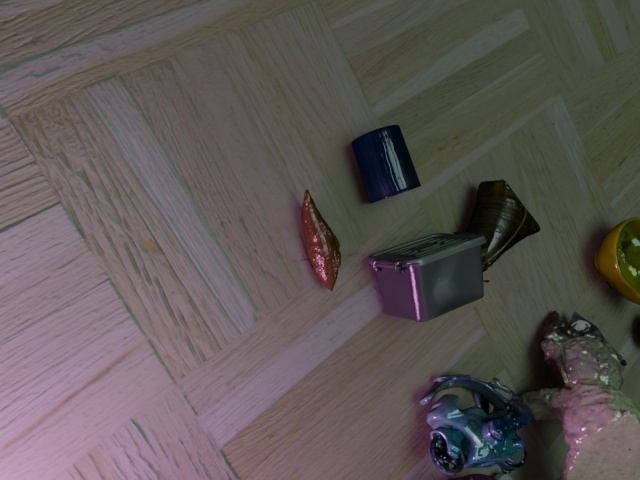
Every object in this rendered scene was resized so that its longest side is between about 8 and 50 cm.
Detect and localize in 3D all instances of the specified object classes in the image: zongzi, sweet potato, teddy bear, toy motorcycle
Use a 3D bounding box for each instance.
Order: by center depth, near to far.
[{"bbox_3d":[0.000,0.000,1.085,0.068,0.060,0.206,-20,101,-4],"label":"sweet potato"},{"bbox_3d":[0.328,0.395,1.192,0.260,0.154,0.206,10,54,-26],"label":"toy motorcycle"},{"bbox_3d":[0.440,0.013,1.333,0.241,0.111,0.248,35,72,-29],"label":"zongzi"},{"bbox_3d":[0.631,0.419,1.355,0.327,0.362,0.376,6,108,-3],"label":"teddy bear"}]

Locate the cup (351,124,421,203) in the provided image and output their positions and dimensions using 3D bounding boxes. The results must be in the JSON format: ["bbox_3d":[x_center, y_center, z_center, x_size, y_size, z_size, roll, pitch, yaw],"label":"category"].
[{"bbox_3d":[0.136,-0.162,1.180,0.113,0.150,0.138,-19,91,2],"label":"cup"}]

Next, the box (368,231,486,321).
[{"bbox_3d":[0.234,0.073,1.169,0.243,0.163,0.135,-17,101,-33],"label":"box"}]

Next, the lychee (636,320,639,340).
[{"bbox_3d":[0.991,0.271,1.624,0.146,0.114,0.114,29,68,-46],"label":"lychee"}]

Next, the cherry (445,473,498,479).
[{"bbox_3d":[0.304,0.582,1.118,0.213,0.183,0.266,-3,105,-21],"label":"cherry"}]

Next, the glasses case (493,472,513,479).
[{"bbox_3d":[0.438,0.614,1.275,0.063,0.041,0.164,-29,98,-33],"label":"glasses case"}]

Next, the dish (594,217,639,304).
[{"bbox_3d":[0.878,0.071,1.584,0.262,0.108,0.221,49,62,-14],"label":"dish"}]
